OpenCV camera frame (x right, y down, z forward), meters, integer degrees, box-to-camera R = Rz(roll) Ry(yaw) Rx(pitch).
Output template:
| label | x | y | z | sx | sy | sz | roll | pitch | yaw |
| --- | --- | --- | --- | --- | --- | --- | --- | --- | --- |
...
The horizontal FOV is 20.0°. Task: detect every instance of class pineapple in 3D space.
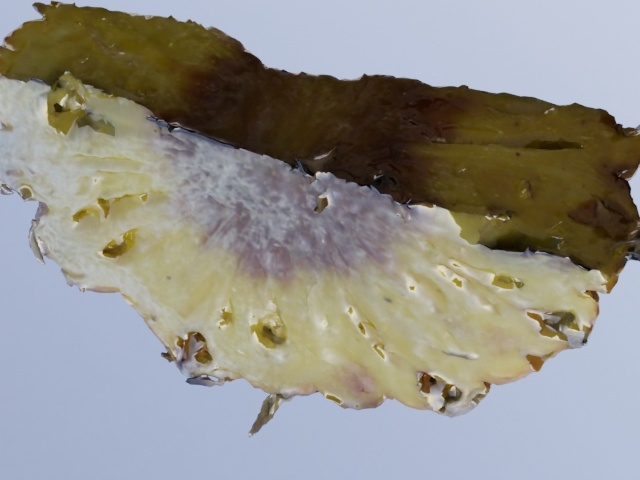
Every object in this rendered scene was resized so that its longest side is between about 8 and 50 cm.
| label | x | y | z | sx | sy | sz | roll | pitch | yaw |
| --- | --- | --- | --- | --- | --- | --- | --- | --- | --- |
| pineapple | 0.000 | 0.001 | 0.615 | 0.233 | 0.135 | 0.079 | 14 | -137 | 13 |
